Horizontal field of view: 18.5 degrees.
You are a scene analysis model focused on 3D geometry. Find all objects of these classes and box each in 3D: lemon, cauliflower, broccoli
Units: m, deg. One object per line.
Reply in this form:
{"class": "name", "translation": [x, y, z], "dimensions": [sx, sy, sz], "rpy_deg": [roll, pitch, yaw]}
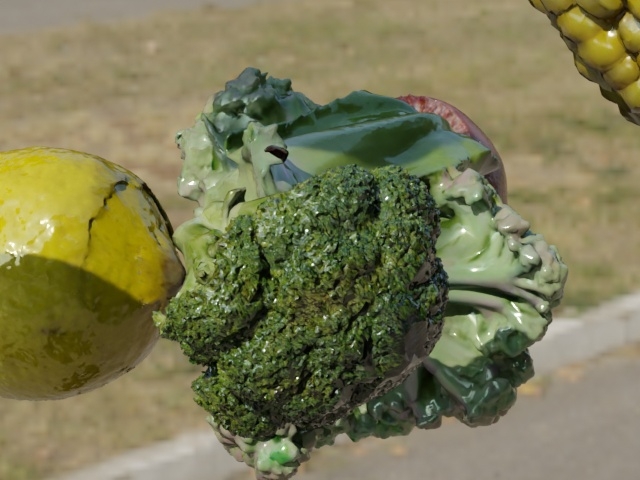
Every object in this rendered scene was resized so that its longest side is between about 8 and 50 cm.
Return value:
{"class": "lemon", "translation": [-0.190, 0.021, 1.340], "dimensions": [0.181, 0.180, 0.193], "rpy_deg": [-9, 21, -33]}
{"class": "cauliflower", "translation": [0.000, 0.000, 1.152], "dimensions": [0.239, 0.256, 0.315], "rpy_deg": [-29, -23, 16]}
{"class": "broccoli", "translation": [-0.009, 0.027, 0.972], "dimensions": [0.138, 0.145, 0.162], "rpy_deg": [27, 38, 34]}

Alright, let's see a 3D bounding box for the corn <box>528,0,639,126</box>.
{"class": "corn", "translation": [0.182, -0.019, 0.606], "dimensions": [0.320, 0.097, 0.097], "rpy_deg": [41, 0, -17]}

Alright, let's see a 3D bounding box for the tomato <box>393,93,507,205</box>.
{"class": "tomato", "translation": [0.058, 0.008, 1.444], "dimensions": [0.225, 0.225, 0.085], "rpy_deg": [11, -11, 44]}
